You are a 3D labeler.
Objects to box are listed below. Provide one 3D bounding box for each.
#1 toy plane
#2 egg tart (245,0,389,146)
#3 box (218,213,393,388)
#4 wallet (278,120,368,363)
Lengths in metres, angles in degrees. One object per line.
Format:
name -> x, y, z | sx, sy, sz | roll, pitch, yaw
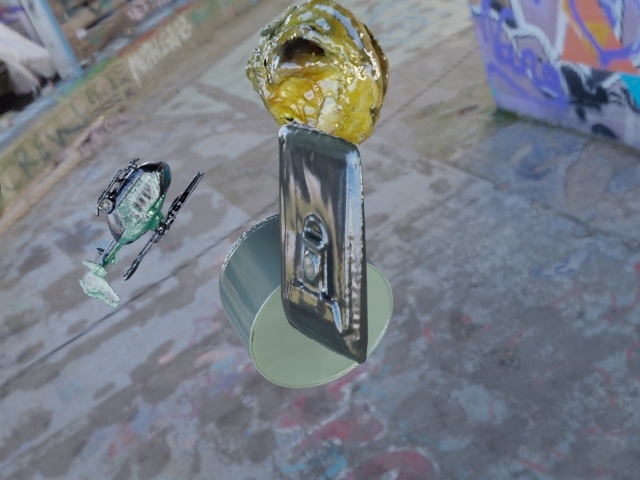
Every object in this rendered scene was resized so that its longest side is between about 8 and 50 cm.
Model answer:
toy plane -> -0.395, -0.034, 1.793 | 0.382, 0.155, 0.106 | -52, 6, 15
egg tart -> -0.021, -0.278, 1.519 | 0.297, 0.297, 0.132 | 4, 28, 39
box -> -0.025, 0.085, 1.283 | 0.226, 0.226, 0.149 | -27, 40, -9
wallet -> 0.000, 0.000, 0.949 | 0.052, 0.245, 0.168 | -12, 22, -26
